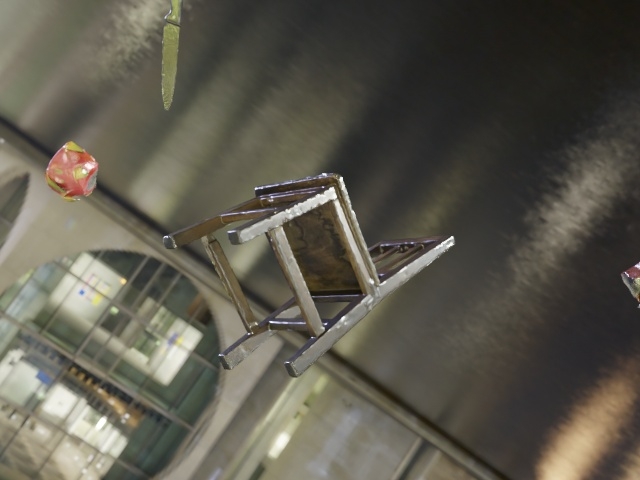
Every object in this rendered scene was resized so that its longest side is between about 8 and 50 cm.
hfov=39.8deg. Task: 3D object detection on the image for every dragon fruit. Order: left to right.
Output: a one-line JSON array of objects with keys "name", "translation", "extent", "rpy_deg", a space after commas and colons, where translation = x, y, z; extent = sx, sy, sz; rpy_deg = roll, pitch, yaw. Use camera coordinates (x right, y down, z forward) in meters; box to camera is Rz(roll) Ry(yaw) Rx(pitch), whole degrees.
[{"name": "dragon fruit", "translation": [-0.359, -0.092, 1.278], "extent": [0.056, 0.060, 0.083], "rpy_deg": [31, 130, 11]}]

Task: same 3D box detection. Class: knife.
[{"name": "knife", "translation": [-0.176, -0.239, 1.044], "extent": [0.023, 0.170, 0.010], "rpy_deg": [8, -170, 16]}]

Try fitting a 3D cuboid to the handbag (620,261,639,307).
[{"name": "handbag", "translation": [0.536, 0.060, 1.141], "extent": [0.127, 0.235, 0.213], "rpy_deg": [50, -164, -37]}]

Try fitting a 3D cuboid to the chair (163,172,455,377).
[{"name": "chair", "translation": [0.000, 0.000, 1.405], "extent": [0.203, 0.416, 0.241], "rpy_deg": [-6, 113, 48]}]
